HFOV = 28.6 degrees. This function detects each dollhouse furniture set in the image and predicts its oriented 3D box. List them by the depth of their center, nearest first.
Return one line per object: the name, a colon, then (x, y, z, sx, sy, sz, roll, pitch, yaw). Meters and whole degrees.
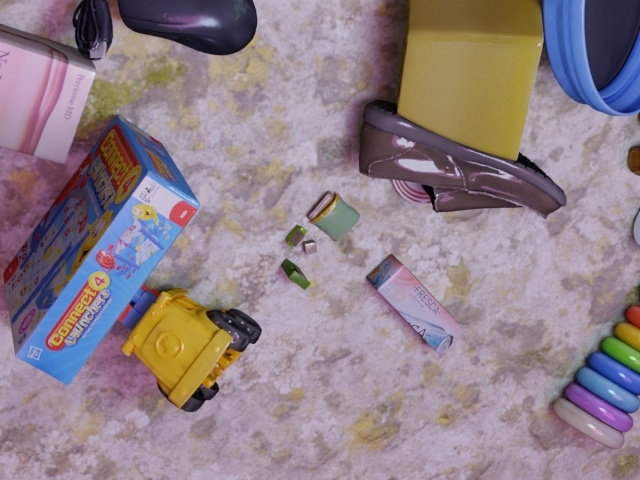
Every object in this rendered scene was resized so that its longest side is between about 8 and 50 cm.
dollhouse furniture set: (0.000, 0.000, 1.998, 0.076, 0.058, 0.151, 39, 95, -27)

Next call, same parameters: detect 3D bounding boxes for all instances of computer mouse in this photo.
computer mouse: (-0.205, -0.332, 1.761, 0.272, 0.072, 0.188, 5, 78, -25)

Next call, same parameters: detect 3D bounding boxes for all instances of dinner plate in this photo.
dinner plate: (0.178, -0.125, 2.034, 0.141, 0.017, 0.141, -7, 113, -16)

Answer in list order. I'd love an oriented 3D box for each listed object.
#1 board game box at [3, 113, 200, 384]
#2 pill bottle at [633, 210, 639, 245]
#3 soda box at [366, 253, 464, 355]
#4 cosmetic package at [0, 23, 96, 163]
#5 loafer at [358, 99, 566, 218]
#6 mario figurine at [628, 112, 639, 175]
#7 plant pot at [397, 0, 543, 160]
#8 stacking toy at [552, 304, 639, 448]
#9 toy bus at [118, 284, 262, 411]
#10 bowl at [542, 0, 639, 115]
board game box: (-0.315, 0.002, 1.753, 0.086, 0.308, 0.302, 34, 96, -25)
pill bottle: (0.656, 0.005, 2.190, 0.208, 0.119, 0.119, 24, 101, -26)
soda box: (0.159, 0.107, 2.095, 0.063, 0.058, 0.183, -44, 117, 1)
cosmetic package: (-0.474, -0.224, 1.710, 0.296, 0.129, 0.153, 14, 105, -24)
loafer: (0.214, -0.105, 1.984, 0.366, 0.134, 0.130, 20, 106, -15)
mario figurine: (0.689, -0.158, 2.161, 0.321, 0.170, 0.198, 8, 144, -11)
plant pot: (0.215, -0.271, 1.869, 0.187, 0.212, 0.212, 7, 130, 0)
stacking toy: (0.554, 0.200, 2.239, 0.141, 0.141, 0.330, 30, 92, -26)
toy bus: (-0.220, 0.140, 1.929, 0.211, 0.220, 0.149, 37, 97, 6)
bowl: (0.452, -0.384, 1.890, 0.391, 0.077, 0.391, -21, 118, -48)
